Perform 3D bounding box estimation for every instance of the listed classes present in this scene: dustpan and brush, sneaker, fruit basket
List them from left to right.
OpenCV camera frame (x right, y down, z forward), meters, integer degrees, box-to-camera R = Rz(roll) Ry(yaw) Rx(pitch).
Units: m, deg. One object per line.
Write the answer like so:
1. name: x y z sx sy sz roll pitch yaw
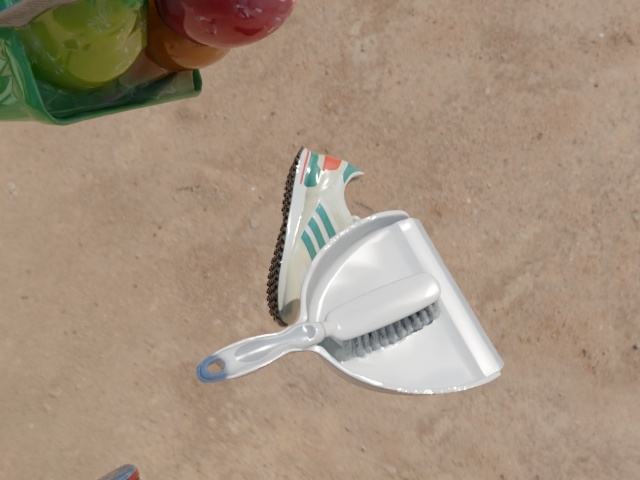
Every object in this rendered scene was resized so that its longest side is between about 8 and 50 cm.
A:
1. sneaker: -0.276 0.331 0.894 0.158 0.061 0.064 -28 95 24
2. fruit basket: -0.123 -0.211 0.597 0.353 0.327 0.165 -17 100 27
3. sneaker: 0.000 0.000 0.643 0.076 0.057 0.161 11 77 -10
4. dustpan and brush: 0.016 0.059 0.501 0.211 0.060 0.147 -21 67 -18
